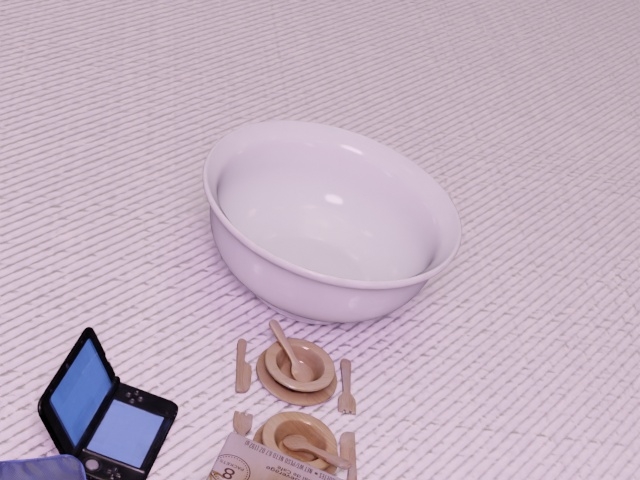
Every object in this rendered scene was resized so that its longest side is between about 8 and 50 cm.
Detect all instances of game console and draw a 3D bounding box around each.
[{"bbox_3d":[-0.191,0.154,1.043,0.107,0.071,0.122,20,36,2],"label":"game console"}]

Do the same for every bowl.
[{"bbox_3d":[0.000,0.000,1.282,0.298,0.134,0.298,12,35,-9],"label":"bowl"}]

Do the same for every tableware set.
[{"bbox_3d":[-0.020,0.162,1.138,0.128,0.039,0.194,12,36,-10],"label":"tableware set"}]

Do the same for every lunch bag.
[{"bbox_3d":[-0.243,0.222,0.936,0.098,0.065,0.067,0,55,-26],"label":"lunch bag"}]

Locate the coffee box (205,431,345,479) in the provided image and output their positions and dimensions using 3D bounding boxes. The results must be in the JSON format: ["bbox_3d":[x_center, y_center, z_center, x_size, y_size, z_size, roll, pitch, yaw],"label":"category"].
[{"bbox_3d":[-0.055,0.308,0.859,0.168,0.119,0.297,22,35,3],"label":"coffee box"}]
